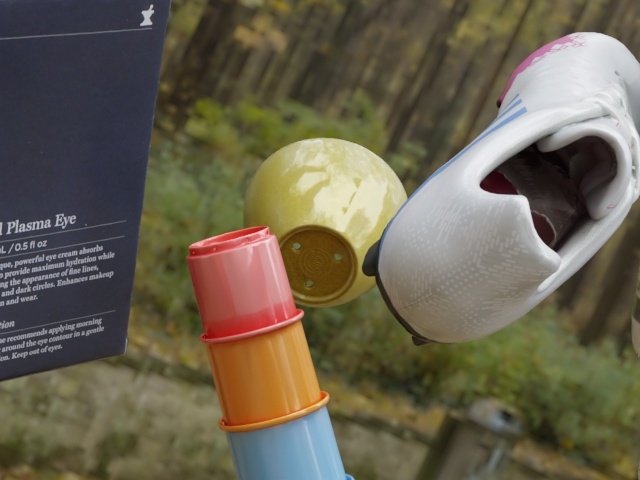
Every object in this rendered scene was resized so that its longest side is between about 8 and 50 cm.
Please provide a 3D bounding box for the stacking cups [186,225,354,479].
[{"bbox_3d":[-0.028,0.150,1.240,0.096,0.316,0.096,-16,8,2],"label":"stacking cups"}]

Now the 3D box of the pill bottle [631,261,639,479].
[{"bbox_3d":[0.312,-0.003,1.171,0.204,0.361,0.204,5,9,-1],"label":"pill bottle"}]

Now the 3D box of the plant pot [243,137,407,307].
[{"bbox_3d":[0.000,0.000,1.403,0.134,0.134,0.095,25,25,-5],"label":"plant pot"}]

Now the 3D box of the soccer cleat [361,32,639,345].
[{"bbox_3d":[0.156,-0.046,1.103,0.116,0.143,0.331,53,43,-8],"label":"soccer cleat"}]

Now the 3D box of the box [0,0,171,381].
[{"bbox_3d":[-0.310,-0.058,1.350,0.343,0.312,0.179,-10,29,-43],"label":"box"}]
